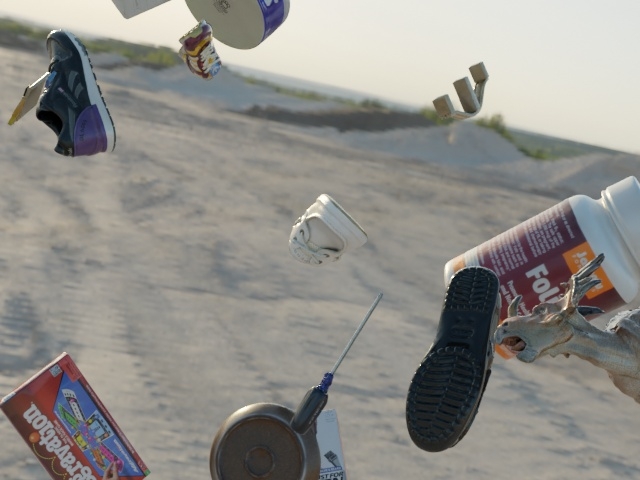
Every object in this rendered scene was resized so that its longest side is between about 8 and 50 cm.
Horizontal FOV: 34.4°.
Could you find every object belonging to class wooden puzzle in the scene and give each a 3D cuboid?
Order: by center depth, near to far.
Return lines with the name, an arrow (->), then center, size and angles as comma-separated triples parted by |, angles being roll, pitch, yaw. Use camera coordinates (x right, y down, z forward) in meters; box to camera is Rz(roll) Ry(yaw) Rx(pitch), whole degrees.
wooden puzzle -> -0.448, -0.223, 1.597 | 0.014, 0.078, 0.116 | 33, 24, -6

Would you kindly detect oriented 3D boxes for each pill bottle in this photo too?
pill bottle -> 0.451, 0.054, 1.934 | 0.392, 0.224, 0.224 | -29, -6, 19

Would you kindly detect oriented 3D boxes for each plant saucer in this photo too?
plant saucer -> -0.084, 0.317, 1.477 | 0.169, 0.168, 0.029 | 15, -6, 17

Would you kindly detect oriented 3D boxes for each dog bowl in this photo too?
dog bowl -> -0.208, -0.596, 2.495 | 0.265, 0.264, 0.104 | 18, 54, 34

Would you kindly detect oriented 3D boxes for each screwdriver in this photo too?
screwdriver -> 0.016, 0.124, 1.067 | 0.025, 0.169, 0.024 | 28, 0, -19

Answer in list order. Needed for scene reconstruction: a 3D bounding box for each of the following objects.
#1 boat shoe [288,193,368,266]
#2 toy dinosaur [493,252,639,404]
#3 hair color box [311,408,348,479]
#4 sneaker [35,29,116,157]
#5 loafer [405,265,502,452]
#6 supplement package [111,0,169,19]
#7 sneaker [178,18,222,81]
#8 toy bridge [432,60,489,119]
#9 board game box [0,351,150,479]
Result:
boat shoe -> 0.000, 0.000, 1.606 | 0.098, 0.096, 0.277 | 47, -9, 1
toy dinosaur -> 0.348, 0.105, 1.099 | 0.296, 0.127, 0.200 | 11, 22, -40
hair color box -> -0.006, 0.365, 1.672 | 0.093, 0.167, 0.053 | -11, -30, 1
sneaker -> -0.505, -0.292, 2.022 | 0.124, 0.283, 0.107 | -15, -22, -29
loafer -> 0.163, 0.140, 1.162 | 0.080, 0.220, 0.078 | 10, -24, 31
supplement package -> -0.170, -0.349, 1.164 | 0.179, 0.105, 0.105 | -29, 67, -17
sneaker -> -0.215, -0.349, 1.920 | 0.084, 0.069, 0.185 | 50, -7, -3
toy bridge -> 0.236, -0.232, 1.665 | 0.026, 0.063, 0.188 | -16, 17, 35
board game box -> -0.430, 0.350, 1.818 | 0.145, 0.281, 0.027 | -38, 23, -23
